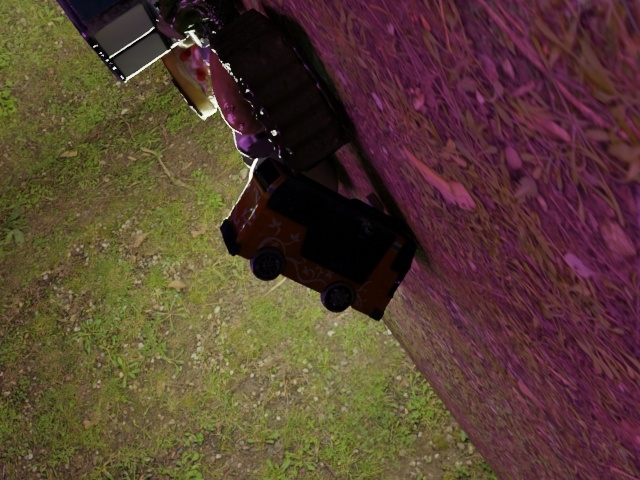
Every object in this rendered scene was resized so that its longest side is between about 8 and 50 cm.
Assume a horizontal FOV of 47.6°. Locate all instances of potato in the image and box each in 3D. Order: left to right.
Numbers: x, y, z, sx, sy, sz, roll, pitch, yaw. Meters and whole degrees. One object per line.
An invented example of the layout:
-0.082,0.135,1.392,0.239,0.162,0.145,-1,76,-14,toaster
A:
-0.148,-0.324,1.426,0.161,0.128,0.235,41,-138,-30,potato

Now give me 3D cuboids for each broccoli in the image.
-0.258,-0.483,1.466,0.195,0.156,0.195,31,161,12,broccoli

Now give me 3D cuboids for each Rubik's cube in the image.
-0.456,-0.613,1.679,0.318,0.313,0.316,54,177,4,Rubik's cube

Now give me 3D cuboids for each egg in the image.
-0.063,-0.132,1.683,0.203,0.203,0.282,57,174,-23,egg

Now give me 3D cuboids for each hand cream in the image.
-0.166,-0.358,1.601,0.185,0.117,0.359,63,-170,-72,hand cream

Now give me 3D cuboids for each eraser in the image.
0.108,-0.067,1.461,0.038,0.019,0.083,53,177,13,eraser

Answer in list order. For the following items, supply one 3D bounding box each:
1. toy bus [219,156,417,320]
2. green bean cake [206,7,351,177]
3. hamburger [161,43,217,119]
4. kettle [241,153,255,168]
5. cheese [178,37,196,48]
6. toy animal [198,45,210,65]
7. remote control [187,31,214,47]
0.000,0.000,1.333,0.323,0.194,0.162,26,-169,-22,toy bus
-0.073,-0.258,1.238,0.241,0.132,0.255,53,-177,-30,green bean cake
-0.391,-0.559,2.383,0.261,0.186,0.302,56,-173,10,hamburger
-0.091,-0.213,1.989,0.243,0.159,0.211,50,-160,-48,kettle
-0.422,-0.689,2.155,0.218,0.117,0.235,58,174,-6,cheese
-0.290,-0.530,2.021,0.324,0.090,0.195,58,177,-2,toy animal
-0.275,-0.520,1.680,0.052,0.104,0.247,49,-178,8,remote control
